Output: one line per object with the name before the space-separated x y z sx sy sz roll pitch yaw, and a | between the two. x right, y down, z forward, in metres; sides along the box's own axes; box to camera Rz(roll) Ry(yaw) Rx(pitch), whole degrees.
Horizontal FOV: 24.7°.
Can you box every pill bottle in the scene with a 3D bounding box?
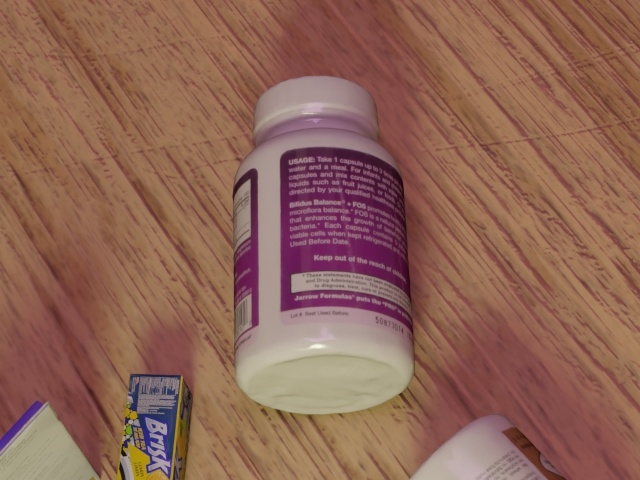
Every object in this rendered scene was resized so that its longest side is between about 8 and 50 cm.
pill bottle | 0.186 0.272 1.260 0.131 0.131 0.229 -37 66 -14
pill bottle | 0.000 0.000 1.397 0.169 0.169 0.301 -3 63 3

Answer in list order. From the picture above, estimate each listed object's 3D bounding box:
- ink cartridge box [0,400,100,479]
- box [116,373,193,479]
ink cartridge box | -0.293 0.242 1.276 0.045 0.208 0.206 34 70 20
box | -0.157 0.213 1.362 0.054 0.059 0.168 1 63 7
